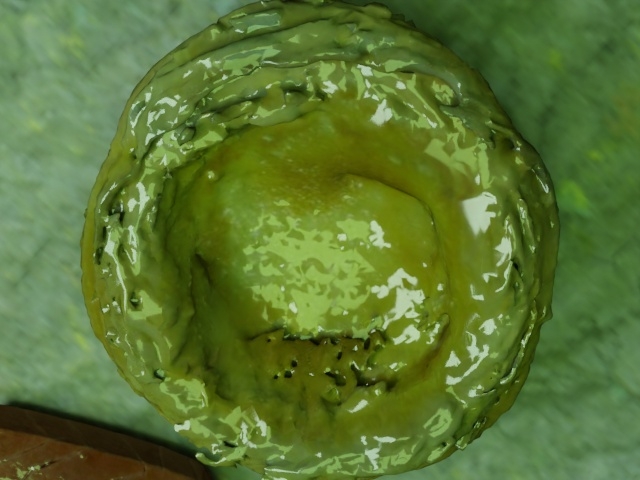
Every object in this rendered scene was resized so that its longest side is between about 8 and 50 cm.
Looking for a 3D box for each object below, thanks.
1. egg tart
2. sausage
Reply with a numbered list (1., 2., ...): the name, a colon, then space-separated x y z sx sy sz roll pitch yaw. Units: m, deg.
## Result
1. egg tart: 0.000 0.000 0.855 0.288 0.118 0.288 2 111 5
2. sausage: -0.136 0.154 0.948 0.169 0.065 0.065 16 110 -3
